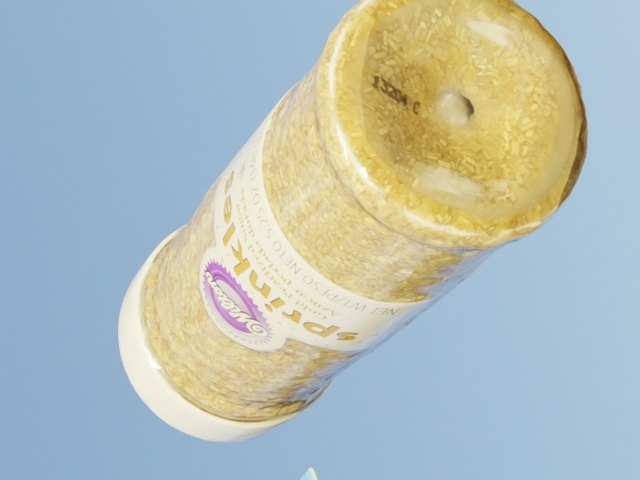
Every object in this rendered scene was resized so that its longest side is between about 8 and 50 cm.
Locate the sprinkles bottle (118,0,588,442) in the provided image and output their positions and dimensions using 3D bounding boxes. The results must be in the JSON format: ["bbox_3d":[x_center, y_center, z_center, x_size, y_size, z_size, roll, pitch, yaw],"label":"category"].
[{"bbox_3d":[0.000,0.000,0.923,0.121,0.355,0.121,7,-111,-18],"label":"sprinkles bottle"}]

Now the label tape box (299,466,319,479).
[{"bbox_3d":[0.086,0.307,1.180,0.115,0.249,0.348,-22,-106,-23],"label":"label tape box"}]
